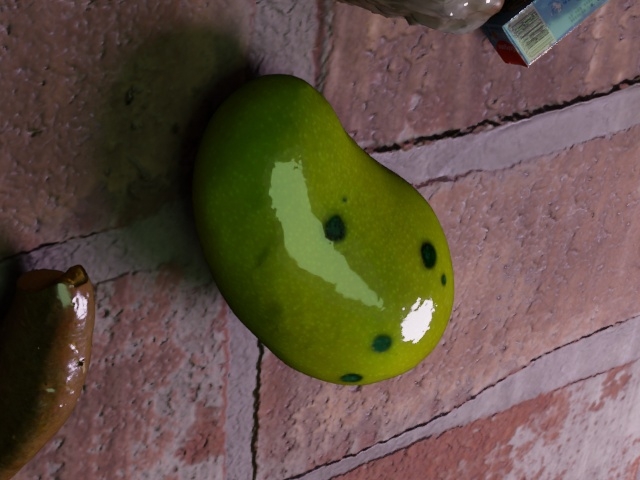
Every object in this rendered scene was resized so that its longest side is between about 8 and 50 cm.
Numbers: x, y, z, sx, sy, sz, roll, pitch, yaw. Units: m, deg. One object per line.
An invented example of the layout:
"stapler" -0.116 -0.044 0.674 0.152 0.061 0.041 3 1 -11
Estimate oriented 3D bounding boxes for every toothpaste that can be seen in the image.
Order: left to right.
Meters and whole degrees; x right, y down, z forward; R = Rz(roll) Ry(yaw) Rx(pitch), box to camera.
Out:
"toothpaste" 0.218 -0.219 1.287 0.193 0.070 0.044 -39 108 -7

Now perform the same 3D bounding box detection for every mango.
"mango" 0.000 0.000 1.221 0.175 0.143 0.293 -40 129 -8

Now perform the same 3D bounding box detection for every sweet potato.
"sweet potato" -0.218 0.112 1.187 0.077 0.077 0.243 -4 130 -36

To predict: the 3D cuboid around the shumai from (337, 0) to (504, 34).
"shumai" 0.018 -0.291 0.927 0.314 0.267 0.262 30 88 -10
